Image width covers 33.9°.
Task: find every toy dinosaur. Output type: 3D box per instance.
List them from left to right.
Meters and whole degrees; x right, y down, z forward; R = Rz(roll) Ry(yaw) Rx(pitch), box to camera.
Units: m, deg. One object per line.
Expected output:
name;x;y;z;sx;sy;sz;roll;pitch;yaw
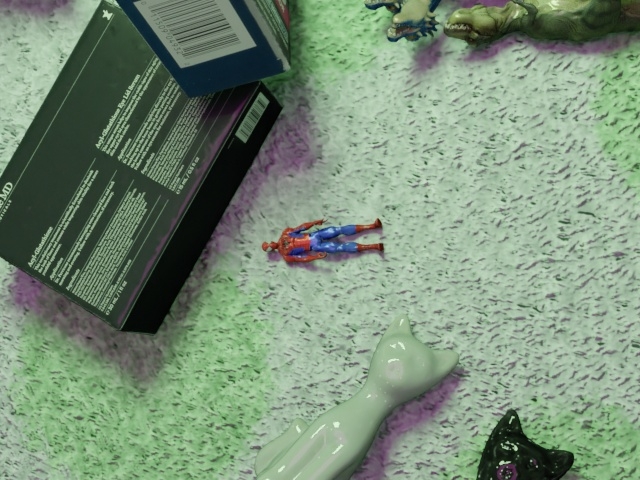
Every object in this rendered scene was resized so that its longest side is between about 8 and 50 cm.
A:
toy dinosaur;0.247;-0.222;0.933;0.268;0.118;0.064;6;40;12

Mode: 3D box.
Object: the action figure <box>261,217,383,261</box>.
action figure;0.000;0.000;0.988;0.115;0.030;0.038;-7;84;14

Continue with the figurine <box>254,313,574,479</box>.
figurine;0.077;0.196;0.914;0.215;0.092;0.209;43;84;17

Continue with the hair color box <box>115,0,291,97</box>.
hair color box;-0.105;-0.320;0.931;0.105;0.174;0.347;-13;57;15

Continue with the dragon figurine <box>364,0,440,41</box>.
dragon figurine;0.160;-0.296;0.968;0.289;0.144;0.085;-36;72;-15

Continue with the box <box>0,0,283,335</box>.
box;-0.183;-0.068;1.003;0.184;0.103;0.261;30;89;13
